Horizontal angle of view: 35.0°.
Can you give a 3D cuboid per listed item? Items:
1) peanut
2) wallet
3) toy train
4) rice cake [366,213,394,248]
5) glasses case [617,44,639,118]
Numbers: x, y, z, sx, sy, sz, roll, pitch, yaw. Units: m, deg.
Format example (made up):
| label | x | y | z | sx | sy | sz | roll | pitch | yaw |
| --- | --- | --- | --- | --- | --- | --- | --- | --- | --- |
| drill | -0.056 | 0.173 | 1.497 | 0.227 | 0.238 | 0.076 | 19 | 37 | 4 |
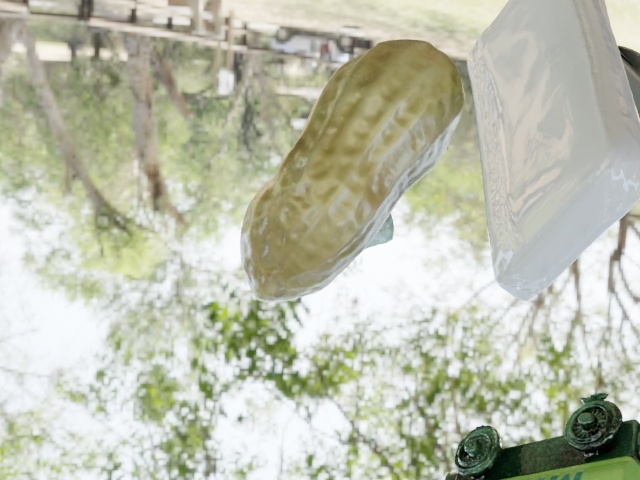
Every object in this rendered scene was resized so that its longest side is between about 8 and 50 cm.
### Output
| label | x | y | z | sx | sy | sz | roll | pitch | yaw |
| --- | --- | --- | --- | --- | --- | --- | --- | --- | --- |
| peanut | 0.025 | -0.066 | 1.014 | 0.147 | 0.305 | 0.147 | 34 | 178 | 1 |
| wallet | 0.109 | -0.065 | 0.492 | 0.033 | 0.095 | 0.190 | 24 | -137 | -18 |
| toy train | 0.221 | 0.253 | 0.991 | 0.253 | 0.105 | 0.157 | -22 | -150 | 37 |
| rice cake | 0.000 | 0.000 | 1.231 | 0.042 | 0.045 | 0.245 | 11 | -165 | 42 |
| glasses case | 0.313 | -0.154 | 1.082 | 0.083 | 0.308 | 0.128 | -36 | 165 | -13 |
